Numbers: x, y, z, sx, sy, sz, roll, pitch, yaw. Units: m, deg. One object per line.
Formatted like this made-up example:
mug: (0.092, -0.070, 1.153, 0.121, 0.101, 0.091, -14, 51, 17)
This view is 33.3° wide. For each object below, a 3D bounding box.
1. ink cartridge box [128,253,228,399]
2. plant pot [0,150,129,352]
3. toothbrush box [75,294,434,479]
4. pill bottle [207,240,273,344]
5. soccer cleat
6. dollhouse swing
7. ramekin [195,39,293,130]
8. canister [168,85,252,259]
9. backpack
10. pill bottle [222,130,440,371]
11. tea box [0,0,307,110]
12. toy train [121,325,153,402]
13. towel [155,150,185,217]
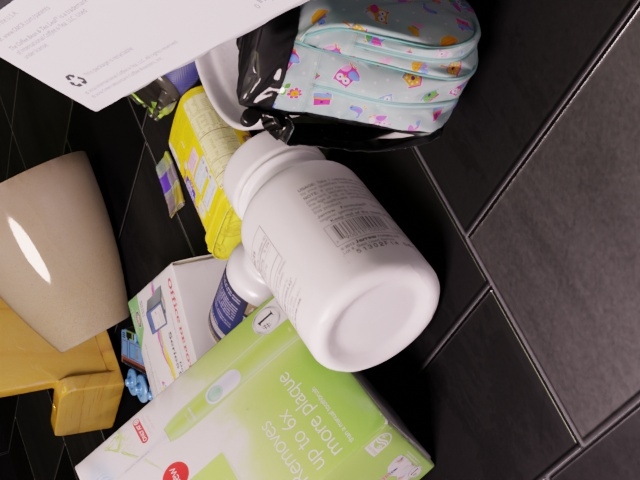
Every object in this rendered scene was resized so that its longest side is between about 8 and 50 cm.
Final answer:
ink cartridge box: (-0.168, 0.119, 1.406, 0.212, 0.093, 0.154, -32, 72, 59)
plant pot: (-0.433, 0.035, 1.744, 0.274, 0.257, 0.256, 62, 152, -3)
toothbrush box: (-0.068, 0.221, 1.047, 0.206, 0.283, 0.122, 51, -177, 42)
pill bottle: (-0.064, 0.053, 1.181, 0.094, 0.094, 0.169, 62, 149, 29)
soccer cleat: (-0.194, -0.222, 1.348, 0.093, 0.121, 0.289, 40, 173, -16)
dollhouse swing: (-0.549, 0.172, 1.890, 0.346, 0.305, 0.315, 65, 154, 22)
ramekin: (-0.038, -0.212, 1.015, 0.207, 0.109, 0.207, 31, 126, 54)
canister: (-0.114, -0.082, 1.248, 0.169, 0.073, 0.126, 64, 149, 28)
backpack: (0.031, -0.146, 0.831, 0.115, 0.182, 0.151, 114, 161, -46)
pill bottle: (0.000, 0.000, 1.001, 0.229, 0.131, 0.131, 54, 144, 39)
tea box: (-0.125, -0.320, 0.797, 0.329, 0.220, 0.323, -15, 55, 45)
toy train: (-0.238, 0.184, 1.580, 0.184, 0.080, 0.105, 9, 102, 61)
towel: (-0.210, -0.078, 1.495, 0.060, 0.009, 0.083, -35, 70, 61)
